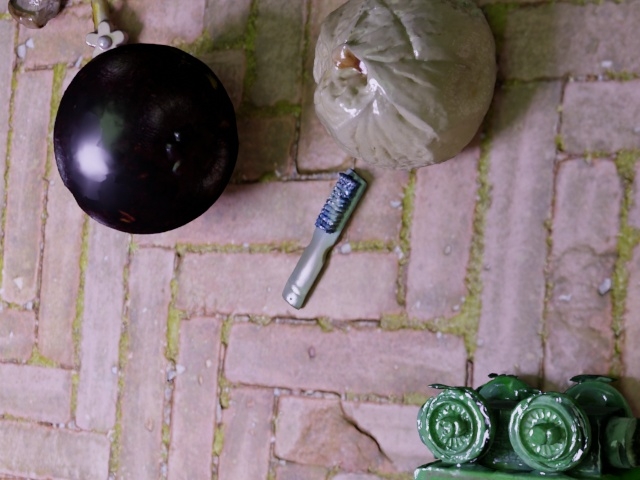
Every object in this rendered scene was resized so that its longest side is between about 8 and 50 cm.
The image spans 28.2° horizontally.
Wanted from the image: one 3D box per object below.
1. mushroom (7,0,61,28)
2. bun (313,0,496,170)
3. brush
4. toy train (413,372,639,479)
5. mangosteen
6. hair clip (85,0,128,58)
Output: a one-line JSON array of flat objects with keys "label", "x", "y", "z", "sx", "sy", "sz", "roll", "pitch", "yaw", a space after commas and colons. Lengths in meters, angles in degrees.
[{"label": "mushroom", "x": -0.361, "y": -0.395, "z": 1.703, "sx": 0.116, "sy": 0.093, "sz": 0.225, "roll": 23, "pitch": 111, "yaw": 52}, {"label": "bun", "x": 0.072, "y": -0.183, "z": 1.359, "sx": 0.220, "sy": 0.134, "sz": 0.220, "roll": 0, "pitch": 90, "yaw": 39}, {"label": "brush", "x": 0.000, "y": 0.000, "z": 1.468, "sx": 0.033, "sy": 0.030, "sz": 0.178, "roll": 34, "pitch": 107, "yaw": 20}, {"label": "toy train", "x": 0.204, "y": 0.229, "z": 1.259, "sx": 0.243, "sy": 0.132, "sz": 0.188, "roll": -3, "pitch": 91, "yaw": 37}, {"label": "mangosteen", "x": -0.222, "y": -0.124, "z": 1.516, "sx": 0.265, "sy": 0.228, "sz": 0.228, "roll": 14, "pitch": 96, "yaw": 49}, {"label": "hair clip", "x": -0.272, "y": -0.216, "z": 1.650, "sx": 0.062, "sy": 0.056, "sz": 0.214, "roll": -8, "pitch": 82, "yaw": 1}]
